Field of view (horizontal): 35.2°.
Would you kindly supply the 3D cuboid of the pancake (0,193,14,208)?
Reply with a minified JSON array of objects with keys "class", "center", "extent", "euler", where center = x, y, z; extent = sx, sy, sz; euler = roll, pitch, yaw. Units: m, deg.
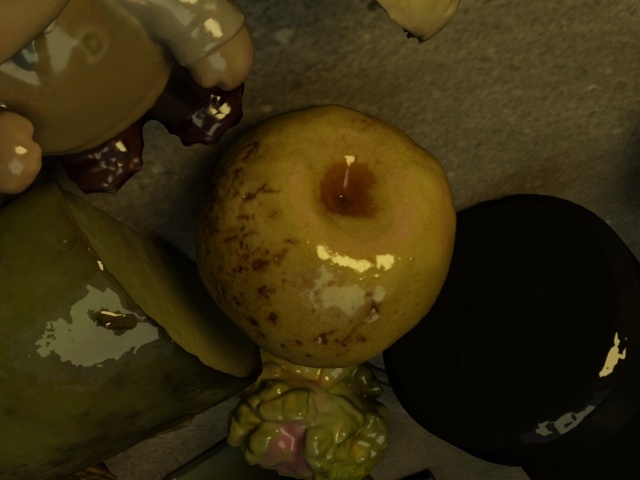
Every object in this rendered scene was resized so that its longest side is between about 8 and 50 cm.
[{"class":"pancake","center":[-0.312,-0.014,0.564],"extent":[0.294,0.049,0.294],"euler":[-14,148,-9]}]

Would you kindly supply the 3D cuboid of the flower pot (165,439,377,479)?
[{"class":"flower pot","center":[-0.028,0.313,0.991],"extent":[0.189,0.239,0.209],"euler":[34,87,-47]}]

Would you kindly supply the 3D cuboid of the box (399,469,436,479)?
[{"class":"box","center":[0.085,0.413,1.286],"extent":[0.198,0.084,0.310],"euler":[-22,144,2]}]

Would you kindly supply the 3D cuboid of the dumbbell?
[{"class":"dumbbell","center":[0.212,0.112,0.850],"extent":[0.203,0.204,0.322],"euler":[-33,142,18]}]

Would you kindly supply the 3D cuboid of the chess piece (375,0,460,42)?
[{"class":"chess piece","center":[0.098,-0.219,0.436],"extent":[0.261,0.143,0.143],"euler":[-40,141,14]}]

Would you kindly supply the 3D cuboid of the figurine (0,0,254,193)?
[{"class":"figurine","center":[-0.149,-0.098,0.396],"extent":[0.218,0.206,0.365],"euler":[-13,148,15]}]

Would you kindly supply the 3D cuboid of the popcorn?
[{"class":"popcorn","center":[-0.010,0.151,0.865],"extent":[0.145,0.126,0.126],"euler":[5,145,-22]}]

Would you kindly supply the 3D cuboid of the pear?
[{"class":"pear","center":[0.000,0.000,0.650],"extent":[0.178,0.178,0.178],"euler":[-13,144,-10]}]

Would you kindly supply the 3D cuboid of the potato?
[{"class":"potato","center":[-0.191,0.110,0.687],"extent":[0.255,0.112,0.269],"euler":[-32,150,8]}]

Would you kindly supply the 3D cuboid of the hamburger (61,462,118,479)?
[{"class":"hamburger","center":[-0.266,0.245,0.885],"extent":[0.206,0.130,0.183],"euler":[30,122,-25]}]
